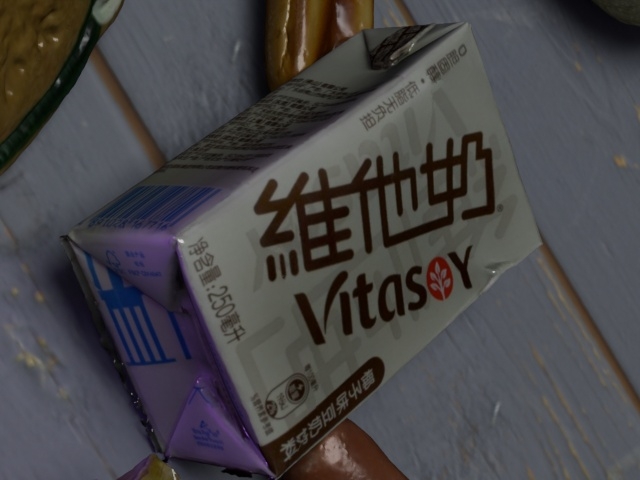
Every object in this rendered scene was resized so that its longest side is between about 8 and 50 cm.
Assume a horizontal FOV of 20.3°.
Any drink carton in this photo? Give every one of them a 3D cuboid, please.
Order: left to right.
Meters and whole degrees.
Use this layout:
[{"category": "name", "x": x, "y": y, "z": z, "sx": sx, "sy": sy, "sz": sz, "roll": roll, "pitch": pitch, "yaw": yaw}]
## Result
[{"category": "drink carton", "x": 0.000, "y": 0.000, "z": 1.274, "sx": 0.324, "sy": 0.132, "sz": 0.194, "roll": -38, "pitch": 118, "yaw": -35}]

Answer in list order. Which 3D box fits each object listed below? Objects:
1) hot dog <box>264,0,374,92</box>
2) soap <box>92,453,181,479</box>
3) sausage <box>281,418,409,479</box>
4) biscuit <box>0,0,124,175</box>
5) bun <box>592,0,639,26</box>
[{"category": "hot dog", "x": -0.003, "y": -0.206, "z": 1.410, "sx": 0.100, "sy": 0.068, "sz": 0.250, "roll": 20, "pitch": 67, "yaw": -42}, {"category": "soap", "x": -0.110, "y": 0.350, "z": 1.111, "sx": 0.335, "sy": 0.156, "sz": 0.293, "roll": 49, "pitch": 59, "yaw": -9}, {"category": "sausage", "x": 0.083, "y": 0.263, "z": 1.305, "sx": 0.327, "sy": 0.079, "sz": 0.087, "roll": 55, "pitch": 44, "yaw": -7}, {"category": "biscuit", "x": -0.224, "y": -0.182, "z": 1.167, "sx": 0.344, "sy": 0.057, "sz": 0.287, "roll": -57, "pitch": 150, "yaw": -36}, {"category": "bun", "x": 0.287, "y": -0.282, "z": 1.577, "sx": 0.220, "sy": 0.134, "sz": 0.220, "roll": 10, "pitch": 73, "yaw": -35}]
